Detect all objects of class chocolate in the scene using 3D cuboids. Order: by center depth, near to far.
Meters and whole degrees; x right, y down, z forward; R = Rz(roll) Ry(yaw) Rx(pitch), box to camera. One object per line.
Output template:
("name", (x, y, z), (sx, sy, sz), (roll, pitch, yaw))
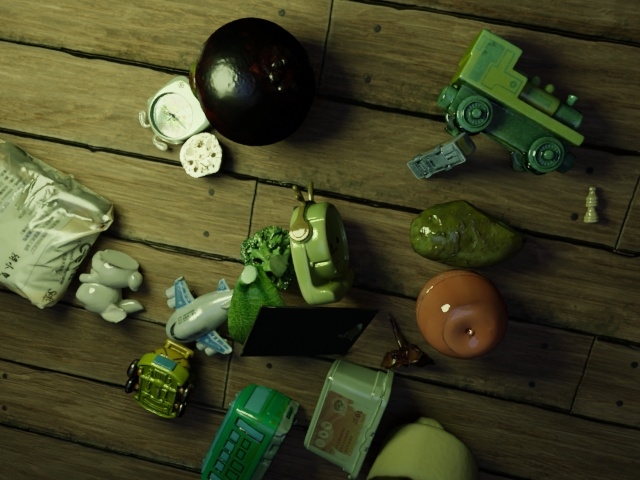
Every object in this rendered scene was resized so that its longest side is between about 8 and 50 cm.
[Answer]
("chocolate", (0.290, 0.684, 1.272), (0.314, 0.297, 0.325), (29, 122, 7))

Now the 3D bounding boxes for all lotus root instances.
("lotus root", (-0.315, -0.232, 1.228), (0.122, 0.081, 0.112), (-14, 99, 10))

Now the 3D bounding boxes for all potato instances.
("potato", (0.381, -0.015, 1.173), (0.299, 0.141, 0.175), (4, 116, -2))

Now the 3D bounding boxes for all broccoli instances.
("broccoli", (-0.128, 0.050, 1.240), (0.196, 0.156, 0.195), (-5, 101, -26))

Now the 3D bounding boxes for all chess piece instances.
("chess piece", (0.705, -0.094, 1.171), (0.035, 0.035, 0.092), (-2, 99, 7))

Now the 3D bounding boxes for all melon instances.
("melon", (-0.161, 0.194, 1.212), (0.196, 0.124, 0.323), (-8, 145, 2))

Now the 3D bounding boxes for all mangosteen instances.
("mangosteen", (-0.170, -0.362, 1.089), (0.314, 0.297, 0.296), (-28, 99, 39))

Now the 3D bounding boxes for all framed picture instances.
("framed picture", (-0.033, 0.248, 1.210), (0.324, 0.013, 0.244), (5, 137, -23))

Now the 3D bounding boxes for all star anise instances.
("star anise", (0.241, 0.299, 1.307), (0.159, 0.144, 0.140), (-9, 146, 15))

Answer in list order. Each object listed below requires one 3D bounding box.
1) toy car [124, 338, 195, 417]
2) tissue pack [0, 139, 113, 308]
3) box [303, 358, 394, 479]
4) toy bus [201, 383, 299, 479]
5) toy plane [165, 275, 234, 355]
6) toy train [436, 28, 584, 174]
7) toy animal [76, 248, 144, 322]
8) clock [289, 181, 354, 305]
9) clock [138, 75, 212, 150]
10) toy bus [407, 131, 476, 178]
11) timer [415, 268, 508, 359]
("toy car", (-0.464, 0.413, 1.360), (0.201, 0.142, 0.247), (27, 127, 1))
("tissue pack", (-0.825, -0.039, 1.273), (0.390, 0.195, 0.375), (35, 100, -2))
("box", (0.079, 0.507, 1.316), (0.183, 0.175, 0.311), (20, 104, 11))
("toy bus", (-0.221, 0.615, 1.358), (0.200, 0.183, 0.343), (27, 103, 3))
("toy plane", (-0.340, 0.218, 1.315), (0.267, 0.122, 0.266), (2, 104, 9))
("toy train", (0.477, -0.314, 1.094), (0.369, 0.150, 0.237), (29, 98, -2))
("toy animal", (-0.608, 0.134, 1.322), (0.179, 0.127, 0.192), (19, 102, 0))
("clock", (0.000, 0.000, 1.166), (0.096, 0.235, 0.307), (-11, 98, 20))
("clock", (-0.393, -0.338, 1.222), (0.191, 0.062, 0.151), (-29, 99, 12))
("toy bus", (0.295, -0.208, 1.115), (0.075, 0.190, 0.064), (-43, 101, -18))
("timer", (0.367, 0.191, 1.183), (0.230, 0.215, 0.229), (2, 109, 5))
